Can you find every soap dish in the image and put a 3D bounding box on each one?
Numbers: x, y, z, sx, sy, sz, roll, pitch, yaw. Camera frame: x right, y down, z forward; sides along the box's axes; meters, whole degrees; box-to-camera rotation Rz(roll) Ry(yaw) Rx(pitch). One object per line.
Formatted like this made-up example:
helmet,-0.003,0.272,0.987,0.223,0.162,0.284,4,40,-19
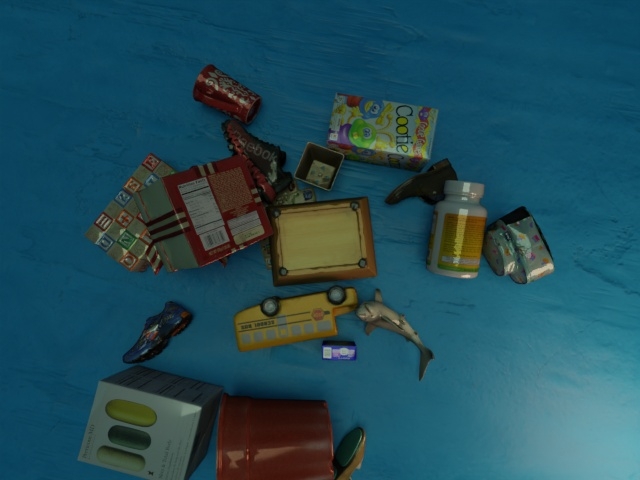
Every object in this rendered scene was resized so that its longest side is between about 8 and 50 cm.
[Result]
soap dish,0.000,0.000,1.174,0.291,0.118,0.228,-6,84,3

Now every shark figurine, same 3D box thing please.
shark figurine,0.187,0.249,1.178,0.278,0.166,0.116,38,113,-12

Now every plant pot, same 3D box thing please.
plant pot,-0.109,0.514,1.076,0.266,0.272,0.271,-2,84,-6
plant pot,-0.002,-0.197,1.213,0.109,0.096,0.109,22,85,4

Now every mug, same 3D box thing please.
mug,-0.273,-0.402,1.233,0.170,0.113,0.150,30,60,0

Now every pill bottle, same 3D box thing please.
pill bottle,0.365,-0.032,1.140,0.137,0.136,0.245,7,97,3

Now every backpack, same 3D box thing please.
backpack,0.517,0.027,1.136,0.145,0.166,0.188,-31,81,0

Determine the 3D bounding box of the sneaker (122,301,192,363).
sneaker,-0.464,0.260,1.203,0.221,0.083,0.087,-42,71,-8

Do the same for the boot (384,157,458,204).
boot,0.294,-0.135,1.203,0.219,0.082,0.106,-31,81,-3

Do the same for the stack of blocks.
stack of blocks,-0.495,-0.077,1.224,0.171,0.087,0.297,36,87,5

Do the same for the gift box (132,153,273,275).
gift box,-0.307,-0.043,1.093,0.255,0.258,0.276,-21,99,-37

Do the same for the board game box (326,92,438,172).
board game box,0.166,-0.294,1.192,0.276,0.144,0.141,10,85,4

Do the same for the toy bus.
toy bus,-0.061,0.206,1.168,0.333,0.108,0.130,-10,84,1

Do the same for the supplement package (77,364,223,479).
supplement package,-0.425,0.467,1.111,0.263,0.198,0.199,13,85,4

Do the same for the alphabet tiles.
alphabet tiles,-0.094,-0.055,1.247,0.199,0.009,0.236,-18,84,1

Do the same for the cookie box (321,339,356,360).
cookie box,0.050,0.296,1.156,0.092,0.107,0.040,1,83,1

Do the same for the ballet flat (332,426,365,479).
ballet flat,0.064,0.609,1.152,0.073,0.080,0.232,36,89,-23

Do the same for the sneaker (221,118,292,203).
sneaker,-0.176,-0.244,1.225,0.135,0.097,0.276,-33,81,-8
